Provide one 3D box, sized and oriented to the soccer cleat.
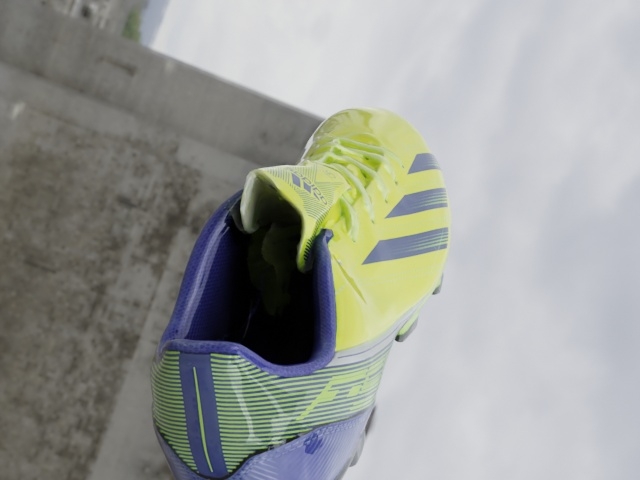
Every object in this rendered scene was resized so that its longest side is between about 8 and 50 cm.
[{"bbox_3d":[0.001,0.000,0.549,0.289,0.093,0.121,-67,150,-51],"label":"soccer cleat"}]
